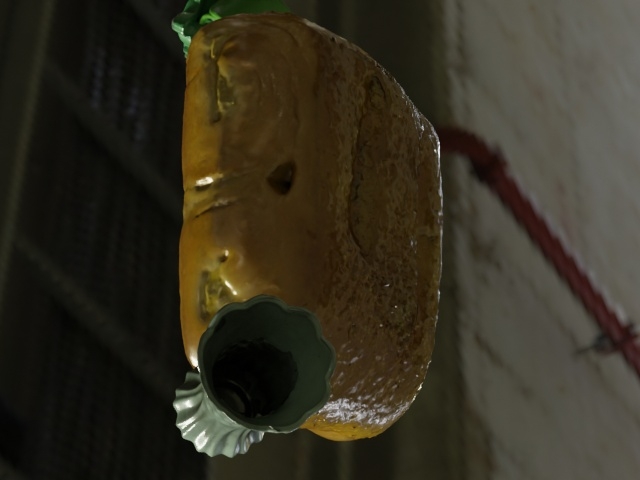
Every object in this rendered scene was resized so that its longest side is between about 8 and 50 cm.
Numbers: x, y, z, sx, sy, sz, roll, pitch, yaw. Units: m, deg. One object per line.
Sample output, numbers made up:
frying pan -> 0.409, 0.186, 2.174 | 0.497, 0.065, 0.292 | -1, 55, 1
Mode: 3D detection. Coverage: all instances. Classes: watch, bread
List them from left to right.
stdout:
watch -> -0.071, -0.220, 2.151 | 0.152, 0.131, 0.165 | 33, 154, 37
bread -> 0.008, -0.001, 1.617 | 0.337, 0.148, 0.328 | 38, -132, -57

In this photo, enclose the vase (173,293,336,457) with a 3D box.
vase -> -0.047, 0.088, 1.134 | 0.148, 0.081, 0.081 | 132, 121, -70
